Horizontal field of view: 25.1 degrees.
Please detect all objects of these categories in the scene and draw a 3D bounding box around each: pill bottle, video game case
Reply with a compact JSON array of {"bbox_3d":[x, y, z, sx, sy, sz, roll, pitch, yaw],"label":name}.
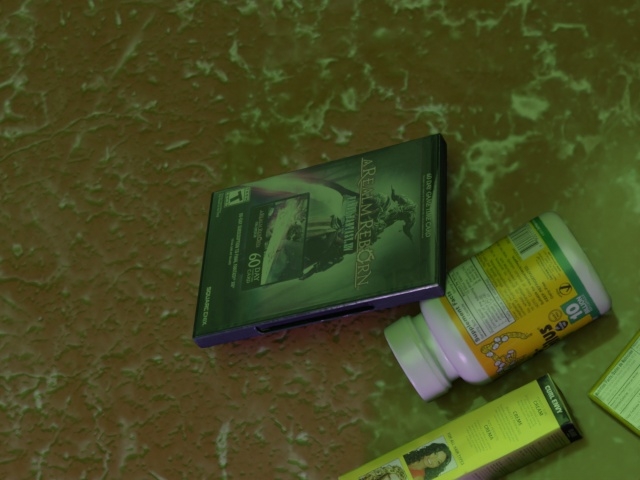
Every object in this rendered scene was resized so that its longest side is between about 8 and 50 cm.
[{"bbox_3d":[0.173,0.071,1.428,0.208,0.117,0.118,-32,69,5],"label":"pill bottle"},{"bbox_3d":[0.000,0.000,1.491,0.274,0.026,0.196,-14,49,23],"label":"video game case"}]

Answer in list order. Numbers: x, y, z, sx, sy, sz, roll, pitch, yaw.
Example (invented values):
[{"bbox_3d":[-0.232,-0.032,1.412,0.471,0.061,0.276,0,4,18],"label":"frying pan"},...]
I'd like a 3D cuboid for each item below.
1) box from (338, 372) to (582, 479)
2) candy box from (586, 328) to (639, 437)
[{"bbox_3d":[0.139,0.214,1.417,0.232,0.087,0.058,-28,67,8],"label":"box"},{"bbox_3d":[0.367,0.106,1.410,0.105,0.027,0.206,39,88,25],"label":"candy box"}]
